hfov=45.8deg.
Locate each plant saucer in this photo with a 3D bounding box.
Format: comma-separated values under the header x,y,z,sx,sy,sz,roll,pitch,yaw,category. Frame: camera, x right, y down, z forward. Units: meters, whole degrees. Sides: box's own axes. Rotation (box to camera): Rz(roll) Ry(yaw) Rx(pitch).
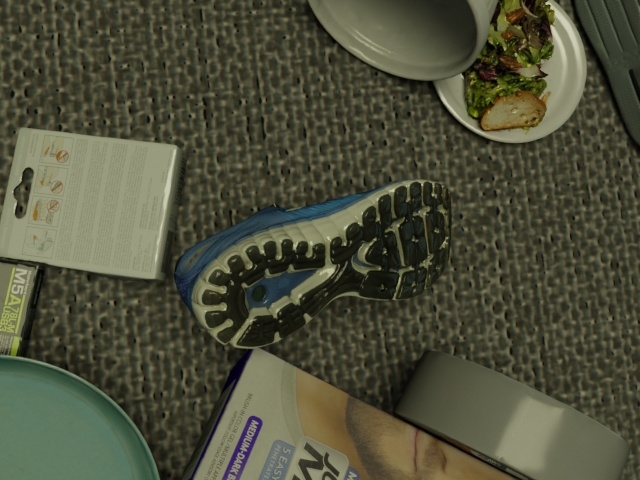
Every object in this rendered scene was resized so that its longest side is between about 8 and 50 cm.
x,y,z,sx,sy,sz,roll,pitch,yaw,category
-0.310,0.257,0.718,0.317,0.044,0.317,-1,97,-10,plant saucer

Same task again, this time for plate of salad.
x,y,z,sx,sy,sz,roll,pitch,yaw,category
0.225,-0.214,0.890,0.200,0.048,0.200,1,83,-9,plate of salad

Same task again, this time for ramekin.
x,y,z,sx,sy,sz,roll,pitch,yaw,category
0.095,-0.279,0.799,0.207,0.207,0.109,31,71,-5,ramekin

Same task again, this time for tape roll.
x,y,z,sx,sy,sz,roll,pitch,yaw,category
0.186,0.189,0.750,0.219,0.219,0.072,29,78,-6,tape roll

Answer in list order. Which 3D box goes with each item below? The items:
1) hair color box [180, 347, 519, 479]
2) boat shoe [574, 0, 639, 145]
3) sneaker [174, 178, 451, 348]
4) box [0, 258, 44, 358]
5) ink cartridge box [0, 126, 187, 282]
x,y,z,sx,sy,sz,roll,pitch,yaw,category
0.036,0.268,0.742,0.339,0.110,0.185,28,54,-7,hair color box
0.387,-0.256,0.906,0.094,0.109,0.302,-21,97,-27,boat shoe
0.000,0.000,0.782,0.330,0.147,0.130,-14,113,-31,sneaker
-0.388,0.101,0.750,0.184,0.045,0.190,10,82,-12,box
-0.241,-0.037,0.803,0.179,0.045,0.145,7,83,9,ink cartridge box
